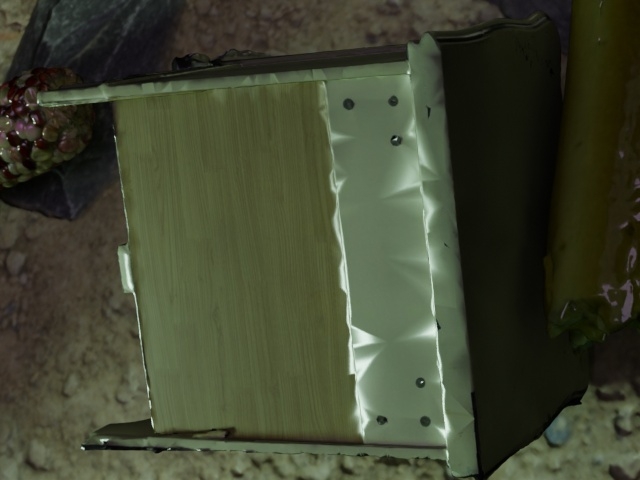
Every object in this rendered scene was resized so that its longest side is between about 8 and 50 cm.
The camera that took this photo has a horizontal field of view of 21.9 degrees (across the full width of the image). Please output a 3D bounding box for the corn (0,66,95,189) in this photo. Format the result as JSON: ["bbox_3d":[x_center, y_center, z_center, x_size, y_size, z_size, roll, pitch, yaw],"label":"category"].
[{"bbox_3d":[-0.327,-0.081,1.516,0.281,0.092,0.092,-19,66,24],"label":"corn"}]

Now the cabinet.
[{"bbox_3d":[0.000,0.000,1.191,0.318,0.227,0.289,-2,100,28],"label":"cabinet"}]

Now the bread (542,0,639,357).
[{"bbox_3d":[0.293,-0.098,1.131,0.251,0.208,0.376,-3,72,36],"label":"bread"}]
